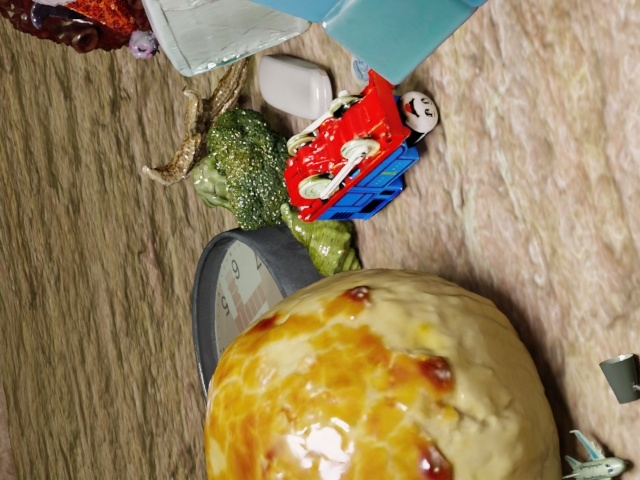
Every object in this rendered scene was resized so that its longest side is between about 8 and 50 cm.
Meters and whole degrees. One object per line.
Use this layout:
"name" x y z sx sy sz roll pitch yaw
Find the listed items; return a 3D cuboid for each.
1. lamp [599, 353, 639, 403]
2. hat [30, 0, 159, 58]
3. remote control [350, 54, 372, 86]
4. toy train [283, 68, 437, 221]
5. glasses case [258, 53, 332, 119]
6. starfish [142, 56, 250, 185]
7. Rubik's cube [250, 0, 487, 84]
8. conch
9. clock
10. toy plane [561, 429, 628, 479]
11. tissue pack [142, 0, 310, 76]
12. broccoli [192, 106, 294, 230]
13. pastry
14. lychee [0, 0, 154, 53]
"lamp" 0.290 0.127 1.353 0.121 0.041 0.054 -14 94 67
"hat" -0.255 -0.296 1.820 0.129 0.227 0.140 9 65 37
"remote control" 0.057 -0.224 1.697 0.074 0.032 0.122 30 125 58
"toy train" 0.045 -0.098 1.676 0.204 0.131 0.082 -41 57 49
"glasses case" -0.032 -0.186 1.882 0.164 0.041 0.063 26 124 59
"starfish" -0.149 -0.158 2.002 0.062 0.235 0.277 30 162 6
"Rubik's cube" 0.067 -0.360 1.301 0.387 0.358 0.368 -41 22 33
"conch" 0.000 0.000 1.850 0.121 0.074 0.089 36 164 2
"clock" -0.064 0.162 2.036 0.386 0.076 0.386 34 128 57
"toy plane" 0.258 0.213 1.447 0.083 0.033 0.080 -26 75 56
"tissue pack" -0.154 -0.442 1.773 0.332 0.205 0.404 73 178 -76
"broccoli" -0.088 -0.091 1.929 0.138 0.146 0.162 -10 86 20
"pastry" 0.048 0.215 1.542 0.388 0.313 0.388 21 116 55
"lychee" -0.315 -0.400 2.117 0.306 0.306 0.330 142 138 -62
